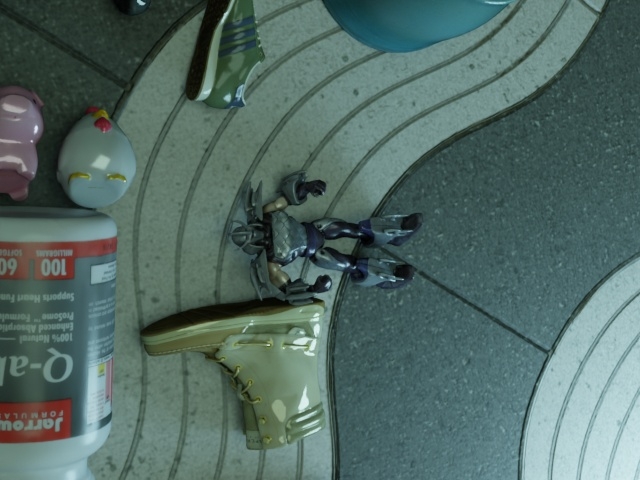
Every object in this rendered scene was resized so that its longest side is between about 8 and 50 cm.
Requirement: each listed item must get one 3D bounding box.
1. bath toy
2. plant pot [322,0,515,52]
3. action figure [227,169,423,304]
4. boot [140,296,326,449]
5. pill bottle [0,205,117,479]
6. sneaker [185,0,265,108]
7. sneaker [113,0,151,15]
[{"bbox_3d":[-0.387,-0.129,1.256,0.348,0.151,0.129,7,58,-26],"label":"bath toy"},{"bbox_3d":[0.164,-0.390,1.407,0.272,0.255,0.271,-4,98,-25],"label":"plant pot"},{"bbox_3d":[0.000,0.000,1.458,0.285,0.099,0.185,6,80,-32],"label":"action figure"},{"bbox_3d":[-0.110,0.187,1.438,0.262,0.095,0.203,-7,100,-31],"label":"boot"},{"bbox_3d":[-0.349,0.146,1.254,0.210,0.210,0.362,-1,96,-25],"label":"pill bottle"},{"bbox_3d":[-0.110,-0.263,1.403,0.086,0.064,0.192,17,89,-34],"label":"sneaker"},{"bbox_3d":[-0.185,-0.422,1.324,0.163,0.106,0.281,-6,98,-28],"label":"sneaker"}]
